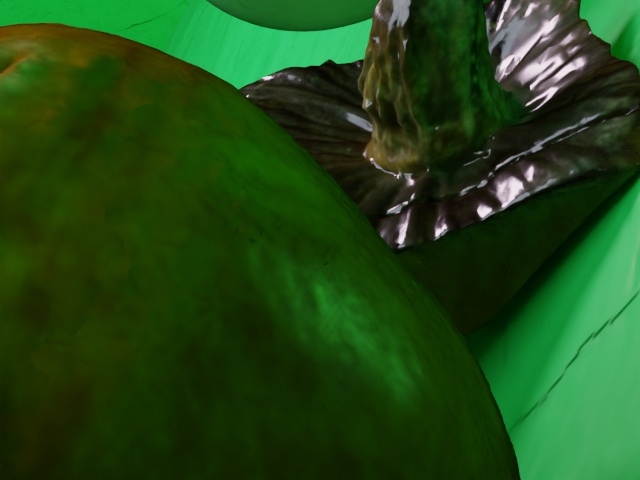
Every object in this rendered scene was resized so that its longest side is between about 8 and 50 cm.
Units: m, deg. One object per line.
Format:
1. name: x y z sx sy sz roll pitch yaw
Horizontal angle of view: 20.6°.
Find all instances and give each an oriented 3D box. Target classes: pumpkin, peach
1. pumpkin: 0.000 -0.005 0.633 0.248 0.126 0.131 -57 15 35
2. peach: -0.071 0.085 0.416 0.281 0.238 0.281 8 -90 -80

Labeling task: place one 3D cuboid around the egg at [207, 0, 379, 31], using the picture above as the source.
1. egg: 0.018 -0.239 0.821 0.371 0.230 0.230 118 172 -52
